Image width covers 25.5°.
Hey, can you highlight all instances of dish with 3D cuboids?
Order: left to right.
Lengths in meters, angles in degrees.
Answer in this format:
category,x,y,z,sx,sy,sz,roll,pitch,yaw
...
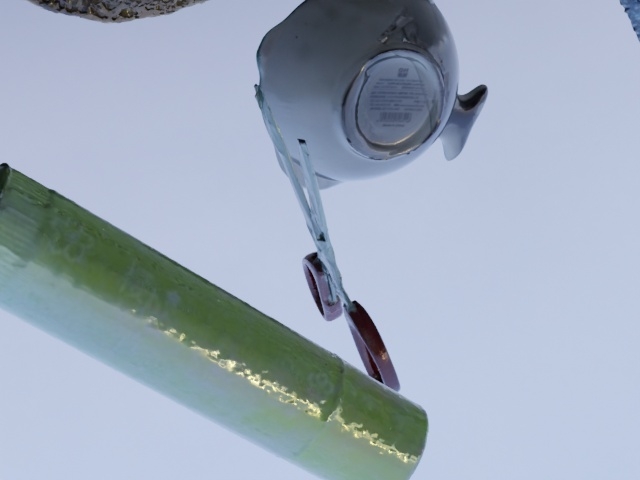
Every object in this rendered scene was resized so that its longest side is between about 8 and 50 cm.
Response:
category,x,y,z,sx,sy,sz,roll,pitch,yaw
dish,0.062,-0.129,1.278,0.246,0.224,0.078,16,-164,-31

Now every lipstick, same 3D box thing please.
category,x,y,z,sx,sy,sz,roll,pitch,yaw
lipstick,-0.074,0.059,0.818,0.076,0.304,0.076,-47,-158,27

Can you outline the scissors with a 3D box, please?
category,x,y,z,sx,sy,sz,roll,pitch,yaw
scissors,0.000,0.000,1.046,0.017,0.248,0.144,-28,-138,-10

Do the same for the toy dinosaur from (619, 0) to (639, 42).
category,x,y,z,sx,sy,sz,roll,pitch,yaw
toy dinosaur,0.261,-0.225,1.075,0.147,0.363,0.076,-29,-151,-16

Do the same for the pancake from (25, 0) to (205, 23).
category,x,y,z,sx,sy,sz,roll,pitch,yaw
pancake,-0.203,-0.387,1.301,0.387,0.387,0.082,-10,-160,0
